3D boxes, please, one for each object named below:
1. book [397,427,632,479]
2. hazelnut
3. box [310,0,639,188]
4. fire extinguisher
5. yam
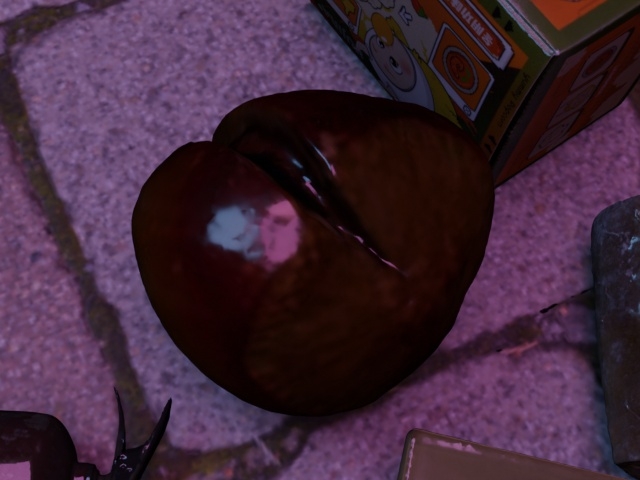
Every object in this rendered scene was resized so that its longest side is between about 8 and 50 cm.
[{"bbox_3d":[0.143,0.202,0.499,0.230,0.026,0.161,14,66,-1],"label":"book"},{"bbox_3d":[0.000,0.000,0.537,0.204,0.178,0.178,-38,76,-23],"label":"hazelnut"},{"bbox_3d":[0.103,-0.162,0.593,0.148,0.177,0.195,-33,74,-15],"label":"box"},{"bbox_3d":[-0.218,0.114,0.513,0.267,0.072,0.089,4,56,-3],"label":"fire extinguisher"},{"bbox_3d":[0.199,0.057,0.575,0.068,0.068,0.169,5,69,-3],"label":"yam"}]
